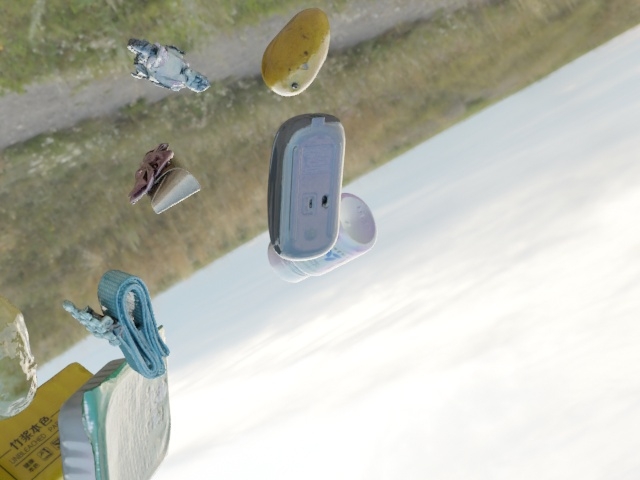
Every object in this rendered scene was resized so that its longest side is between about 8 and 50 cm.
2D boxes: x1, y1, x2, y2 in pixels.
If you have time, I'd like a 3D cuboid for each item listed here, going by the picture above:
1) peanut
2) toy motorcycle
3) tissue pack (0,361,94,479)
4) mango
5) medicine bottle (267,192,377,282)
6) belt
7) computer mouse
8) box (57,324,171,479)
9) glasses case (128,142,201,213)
[{"bbox_3d":[-0.609,0.145,1.272,0.192,0.387,0.169,-29,-154,2],"label":"peanut"},{"bbox_3d":[-0.372,-0.434,1.923,0.239,0.204,0.108,-86,-165,-81],"label":"toy motorcycle"},{"bbox_3d":[-0.592,0.486,1.582,0.382,0.228,0.293,-43,161,-46],"label":"tissue pack"},{"bbox_3d":[-0.052,-0.413,1.660,0.147,0.109,0.227,-4,-123,41],"label":"mango"},{"bbox_3d":[0.000,0.000,1.809,0.254,0.152,0.152,-28,-176,40],"label":"medicine bottle"},{"bbox_3d":[-0.267,0.129,1.050,0.065,0.179,0.100,16,-135,37],"label":"belt"},{"bbox_3d":[-0.021,-0.080,1.163,0.120,0.232,0.057,-9,-155,-26],"label":"computer mouse"},{"bbox_3d":[-0.363,0.321,1.348,0.105,0.264,0.337,0,-169,6],"label":"box"},{"bbox_3d":[-0.262,-0.102,1.205,0.102,0.070,0.193,-30,-158,-8],"label":"glasses case"}]
